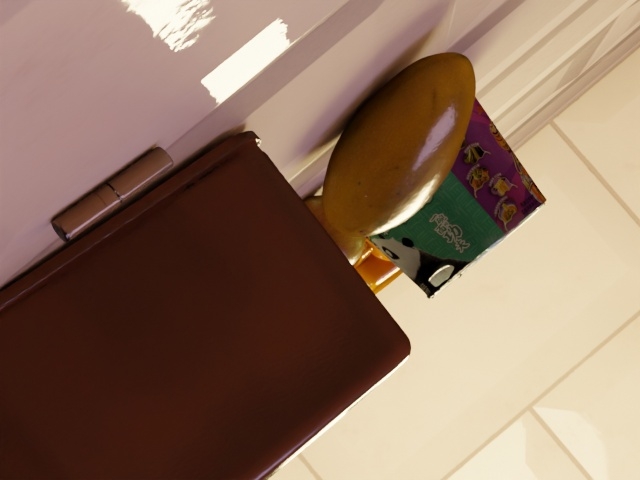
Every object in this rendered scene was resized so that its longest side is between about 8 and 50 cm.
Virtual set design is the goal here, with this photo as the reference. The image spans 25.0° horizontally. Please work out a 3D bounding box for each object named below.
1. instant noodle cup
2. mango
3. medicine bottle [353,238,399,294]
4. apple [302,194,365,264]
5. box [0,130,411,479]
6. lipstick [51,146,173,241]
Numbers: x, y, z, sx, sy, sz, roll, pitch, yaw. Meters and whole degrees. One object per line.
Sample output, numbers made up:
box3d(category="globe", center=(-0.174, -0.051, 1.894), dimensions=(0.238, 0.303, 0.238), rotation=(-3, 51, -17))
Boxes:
box3d(category="instant noodle cup", center=(0.153, -0.056, 1.830), dimensions=(0.251, 0.190, 0.251), rotation=(-40, 175, -5))
box3d(category="mango", center=(0.085, -0.102, 1.474), dimensions=(0.138, 0.113, 0.253), rotation=(-29, 161, -43))
box3d(category="medicine bottle", center=(0.096, 0.002, 2.283), dimensions=(0.149, 0.112, 0.222), rotation=(-38, 174, -20))
box3d(category="apple", center=(0.000, 0.000, 1.746), dimensions=(0.114, 0.099, 0.102), rotation=(-48, 173, 33))
box3d(category="box", center=(-0.127, 0.114, 1.160), dimensions=(0.339, 0.229, 0.239), rotation=(-38, 173, -25))
box3d(category="lipstick", center=(-0.142, -0.032, 0.992), dimensions=(0.094, 0.019, 0.019), rotation=(-38, 174, -22))
